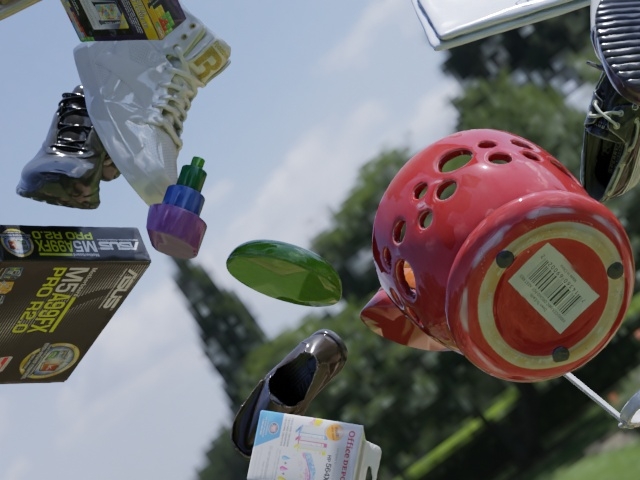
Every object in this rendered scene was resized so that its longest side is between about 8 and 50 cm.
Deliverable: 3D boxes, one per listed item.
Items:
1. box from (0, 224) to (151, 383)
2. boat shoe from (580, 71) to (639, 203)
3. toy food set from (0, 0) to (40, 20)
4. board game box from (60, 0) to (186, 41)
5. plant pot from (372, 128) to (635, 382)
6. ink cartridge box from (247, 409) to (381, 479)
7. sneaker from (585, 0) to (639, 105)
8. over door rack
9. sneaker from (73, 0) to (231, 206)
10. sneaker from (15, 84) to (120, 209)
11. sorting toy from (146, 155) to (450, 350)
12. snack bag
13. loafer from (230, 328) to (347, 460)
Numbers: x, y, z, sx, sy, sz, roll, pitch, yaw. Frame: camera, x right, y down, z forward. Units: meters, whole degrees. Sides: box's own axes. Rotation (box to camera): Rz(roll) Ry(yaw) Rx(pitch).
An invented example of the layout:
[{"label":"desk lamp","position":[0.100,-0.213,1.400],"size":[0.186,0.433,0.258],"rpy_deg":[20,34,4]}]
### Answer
[{"label":"box","position":[-0.367,0.084,2.370],"size":[0.216,0.060,0.270],"rpy_deg":[2,-39,-38]},{"label":"boat shoe","position":[0.353,-0.143,2.237],"size":[0.070,0.077,0.219],"rpy_deg":[-29,-47,-42]},{"label":"toy food set","position":[-0.225,-0.309,1.585],"size":[0.306,0.092,0.220],"rpy_deg":[-29,38,-9]},{"label":"board game box","position":[-0.237,-0.299,2.035],"size":[0.141,0.170,0.048],"rpy_deg":[4,39,43]},{"label":"plant pot","position":[0.158,0.019,1.604],"size":[0.191,0.191,0.174],"rpy_deg":[-36,28,-2]},{"label":"ink cartridge box","position":[-0.005,0.266,2.229],"size":[0.090,0.143,0.092],"rpy_deg":[79,-160,-63]},{"label":"sneaker","position":[0.317,-0.199,1.810],"size":[0.330,0.122,0.146],"rpy_deg":[-81,-9,-52]},{"label":"over door rack","position":[0.343,0.144,2.361],"size":[0.108,0.239,0.324],"rpy_deg":[-50,-22,1]},{"label":"sneaker","position":[-0.174,-0.171,2.144],"size":[0.169,0.292,0.108],"rpy_deg":[-31,-43,7]},{"label":"sneaker","position":[-0.306,-0.122,2.341],"size":[0.286,0.109,0.130],"rpy_deg":[-81,1,-72]},{"label":"sorting toy","position":[0.000,0.000,2.004],"size":[0.127,0.365,0.126],"rpy_deg":[123,166,-70]},{"label":"snack bag","position":[0.277,-0.386,2.648],"size":[0.323,0.037,0.342],"rpy_deg":[-18,30,0]},{"label":"loafer","position":[-0.056,0.204,2.487],"size":[0.220,0.080,0.078],"rpy_deg":[-54,-18,21]}]
